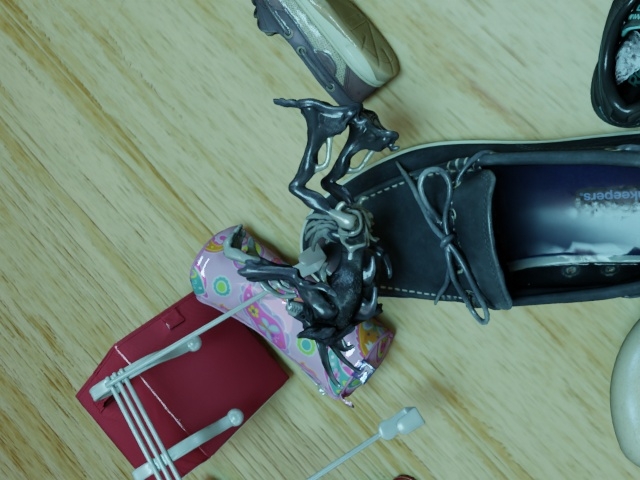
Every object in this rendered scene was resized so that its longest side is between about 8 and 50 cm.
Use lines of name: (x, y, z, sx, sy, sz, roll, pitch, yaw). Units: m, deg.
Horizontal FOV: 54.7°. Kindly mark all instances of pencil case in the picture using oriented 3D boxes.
pencil case: (-0.042, 0.097, 0.833, 0.284, 0.124, 0.124, 34, 119, 16)

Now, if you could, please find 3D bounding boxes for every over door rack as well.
over door rack: (-0.074, 0.193, 0.736, 0.324, 0.108, 0.239, -32, 80, 1)

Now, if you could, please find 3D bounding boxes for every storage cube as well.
storage cube: (-0.198, 0.213, 0.905, 0.193, 0.215, 0.183, 49, 130, 5)

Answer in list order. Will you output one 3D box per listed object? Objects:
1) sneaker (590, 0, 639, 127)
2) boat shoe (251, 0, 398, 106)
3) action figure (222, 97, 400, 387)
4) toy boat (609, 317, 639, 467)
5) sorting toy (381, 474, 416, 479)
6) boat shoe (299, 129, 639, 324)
sneaker: (0.314, -0.224, 0.540, 0.101, 0.106, 0.267, 20, 113, 24)
boat shoe: (-0.035, -0.272, 0.715, 0.285, 0.103, 0.092, 45, 123, -4)
action figure: (0.000, 0.000, 0.632, 0.141, 0.164, 0.275, 11, 101, 35)
toy boat: (0.425, 0.173, 0.546, 0.268, 0.148, 0.318, -38, 56, 14)
sorting toy: (0.103, 0.379, 0.891, 0.061, 0.042, 0.101, 34, 120, 16)
boat shoe: (0.176, -0.015, 0.657, 0.501, 0.156, 0.186, -6, 104, 33)
